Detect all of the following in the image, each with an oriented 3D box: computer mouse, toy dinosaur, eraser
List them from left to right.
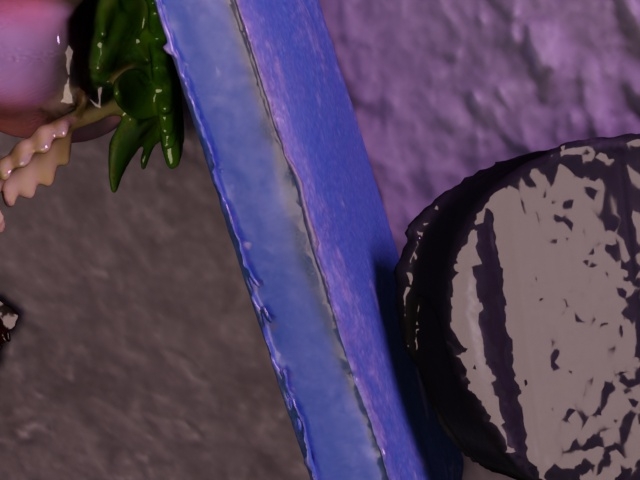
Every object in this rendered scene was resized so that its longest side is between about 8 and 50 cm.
[{"bbox_3d":[-0.160,-0.106,0.838,0.177,0.194,0.152,-6,112,-2],"label":"toy dinosaur"},{"bbox_3d":[0.000,0.000,0.812,0.043,0.144,0.311,-15,98,16],"label":"eraser"},{"bbox_3d":[0.184,0.028,0.792,0.295,0.087,0.168,-6,95,7],"label":"computer mouse"}]

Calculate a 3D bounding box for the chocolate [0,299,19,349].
[{"bbox_3d":[-0.258,0.023,0.968,0.182,0.028,0.086,39,110,8],"label":"chocolate"}]
